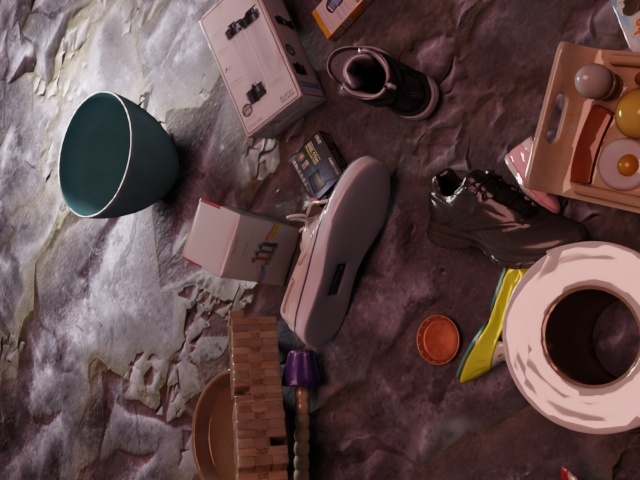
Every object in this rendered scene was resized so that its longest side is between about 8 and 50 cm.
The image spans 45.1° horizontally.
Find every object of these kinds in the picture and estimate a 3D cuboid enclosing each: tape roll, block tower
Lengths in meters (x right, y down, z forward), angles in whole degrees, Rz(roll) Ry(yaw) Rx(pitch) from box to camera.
[{"bbox_3d":[0.392,0.130,1.029,0.246,0.169,0.246,-9,77,41],"label":"tape roll"},{"bbox_3d":[-0.119,0.290,1.430,0.091,0.097,0.336,103,162,-50],"label":"block tower"}]

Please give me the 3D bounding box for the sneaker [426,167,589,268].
[{"bbox_3d":[0.268,-0.040,1.167,0.286,0.109,0.130,14,122,45],"label":"sneaker"}]

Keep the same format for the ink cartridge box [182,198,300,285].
[{"bbox_3d":[-0.154,0.006,1.524,0.128,0.176,0.127,21,95,41],"label":"ink cartridge box"}]

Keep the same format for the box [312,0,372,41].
[{"bbox_3d":[0.049,-0.469,1.521,0.136,0.028,0.081,-41,59,26],"label":"box"}]

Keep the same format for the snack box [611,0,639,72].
[{"bbox_3d":[0.523,-0.294,1.053,0.187,0.060,0.322,-28,66,37],"label":"snack box"}]

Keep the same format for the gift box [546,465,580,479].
[{"bbox_3d":[0.290,0.469,1.002,0.276,0.258,0.255,43,112,29],"label":"gift box"}]

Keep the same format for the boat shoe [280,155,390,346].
[{"bbox_3d":[0.006,0.002,1.427,0.156,0.135,0.367,35,116,42],"label":"boat shoe"}]

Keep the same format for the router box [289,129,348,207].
[{"bbox_3d":[0.002,-0.139,1.501,0.092,0.038,0.122,-44,57,27],"label":"router box"}]

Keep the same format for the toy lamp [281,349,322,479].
[{"bbox_3d":[-0.037,0.342,1.432,0.080,0.080,0.275,-7,78,40],"label":"toy lamp"}]

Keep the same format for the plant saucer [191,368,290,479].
[{"bbox_3d":[-0.158,0.398,1.556,0.277,0.041,0.278,-8,78,40],"label":"plant saucer"}]

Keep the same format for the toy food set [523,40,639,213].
[{"bbox_3d":[0.428,-0.146,1.018,0.306,0.092,0.220,21,102,48],"label":"toy food set"}]

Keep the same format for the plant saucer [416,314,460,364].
[{"bbox_3d":[0.200,0.167,1.295,0.083,0.013,0.084,-7,80,40],"label":"plant saucer"}]

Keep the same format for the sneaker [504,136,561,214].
[{"bbox_3d":[0.343,-0.104,1.187,0.070,0.051,0.134,-48,51,32],"label":"sneaker"}]

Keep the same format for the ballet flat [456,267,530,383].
[{"bbox_3d":[0.287,0.131,1.190,0.077,0.077,0.231,26,99,24],"label":"ballet flat"}]

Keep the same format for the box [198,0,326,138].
[{"bbox_3d":[-0.122,-0.374,1.578,0.169,0.087,0.290,-33,75,34],"label":"box"}]

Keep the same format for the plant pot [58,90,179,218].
[{"bbox_3d":[-0.447,-0.183,1.797,0.290,0.195,0.290,-8,79,41],"label":"plant pot"}]

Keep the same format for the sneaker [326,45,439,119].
[{"bbox_3d":[0.078,-0.305,1.383,0.268,0.153,0.101,34,105,39],"label":"sneaker"}]
